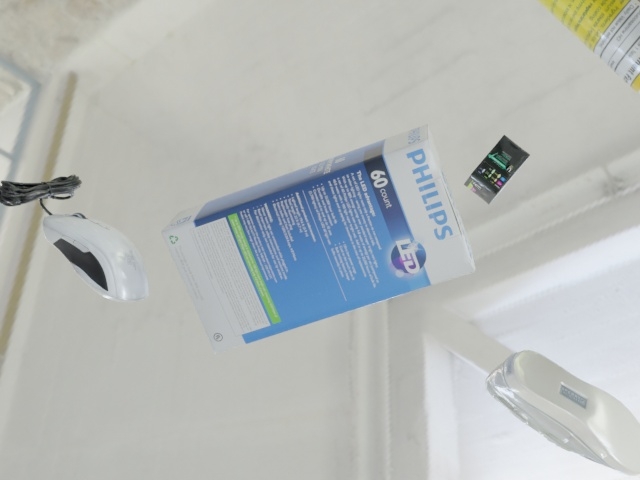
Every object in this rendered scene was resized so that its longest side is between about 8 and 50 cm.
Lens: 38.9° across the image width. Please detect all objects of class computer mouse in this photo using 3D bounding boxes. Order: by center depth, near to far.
[{"bbox_3d":[-0.232,-0.010,0.898,0.193,0.106,0.042,39,-69,24],"label":"computer mouse"}]

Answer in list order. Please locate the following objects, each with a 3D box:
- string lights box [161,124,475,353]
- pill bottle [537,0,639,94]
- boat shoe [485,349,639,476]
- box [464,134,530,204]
[{"bbox_3d":[0.000,0.000,0.855,0.260,0.133,0.077,-18,-165,11],"label":"string lights box"},{"bbox_3d":[0.341,-0.260,0.907,0.334,0.188,0.188,46,-77,10],"label":"pill bottle"},{"bbox_3d":[0.244,0.178,0.897,0.063,0.184,0.066,-43,-159,51],"label":"boat shoe"},{"bbox_3d":[0.266,-0.106,1.368,0.083,0.052,0.062,-50,173,-9],"label":"box"}]
